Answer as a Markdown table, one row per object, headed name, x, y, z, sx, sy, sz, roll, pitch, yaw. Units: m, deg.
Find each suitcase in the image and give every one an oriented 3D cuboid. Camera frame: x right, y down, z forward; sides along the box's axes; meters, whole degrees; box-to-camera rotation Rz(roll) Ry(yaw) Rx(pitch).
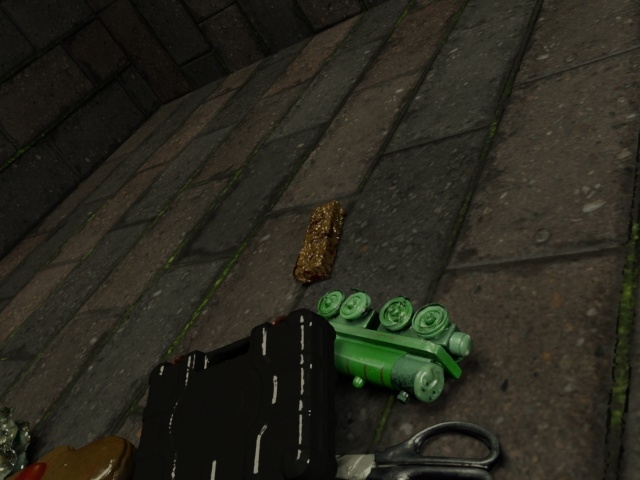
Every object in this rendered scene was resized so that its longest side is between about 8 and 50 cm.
| name | x | y | z | sx | sy | sz | roll | pitch | yaw |
| --- | --- | --- | --- | --- | --- | --- | --- | --- | --- |
| suitcase | -0.108 | 0.214 | 0.733 | 0.285 | 0.066 | 0.206 | -25 | 46 | 28 |

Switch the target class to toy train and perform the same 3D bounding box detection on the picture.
| name | x | y | z | sx | sy | sz | roll | pitch | yaw |
| --- | --- | --- | --- | --- | --- | --- | --- | --- | --- |
| toy train | 0.065 | 0.130 | 0.742 | 0.251 | 0.085 | 0.119 | 3 | 51 | 52 |

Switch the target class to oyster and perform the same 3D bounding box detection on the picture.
| name | x | y | z | sx | sy | sz | roll | pitch | yaw |
| --- | --- | --- | --- | --- | --- | --- | --- | --- | --- |
| oyster | -0.604 | 0.403 | 1.010 | 0.198 | 0.112 | 0.268 | -16 | 36 | 33 |

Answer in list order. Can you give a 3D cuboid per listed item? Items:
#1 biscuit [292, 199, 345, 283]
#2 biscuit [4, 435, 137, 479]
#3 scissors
| name | x | y | z | sx | sy | sz | roll | pitch | yaw |
| --- | --- | --- | --- | --- | --- | --- | --- | --- | --- |
| biscuit | 0.000 | 0.000 | 1.061 | 0.064 | 0.034 | 0.199 | -21 | 31 | 26 |
| biscuit | -0.416 | 0.443 | 0.778 | 0.368 | 0.076 | 0.394 | -30 | 28 | 7 |
| scissors | 0.044 | 0.242 | 0.645 | 0.300 | 0.022 | 0.109 | -15 | 30 | 35 |
